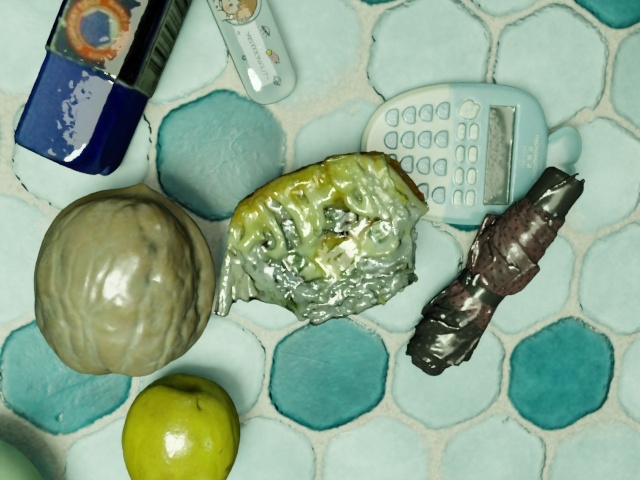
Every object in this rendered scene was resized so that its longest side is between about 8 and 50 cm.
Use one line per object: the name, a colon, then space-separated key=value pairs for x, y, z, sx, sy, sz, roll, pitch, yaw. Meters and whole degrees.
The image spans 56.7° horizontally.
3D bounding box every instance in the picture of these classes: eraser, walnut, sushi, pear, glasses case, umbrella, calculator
eraser: x=-0.222 y=-0.241 z=0.670 sx=0.101 sy=0.155 sz=0.332 roll=24 pitch=94 yaw=-8
walnut: x=-0.222 y=0.044 z=0.674 sx=0.224 sy=0.224 sz=0.224 roll=-1 pitch=97 yaw=-8
sushi: x=0.000 y=0.000 z=0.728 sx=0.274 sy=0.139 sz=0.184 roll=-19 pitch=96 yaw=8
pear: x=-0.171 y=0.247 z=0.737 sx=0.148 sy=0.149 sz=0.162 roll=1 pitch=104 yaw=-8
glasses case: x=-0.087 y=-0.258 z=0.738 sx=0.067 sy=0.045 sz=0.179 roll=-24 pitch=99 yaw=-5
umbrella: x=0.223 y=0.043 z=0.776 sx=0.094 sy=0.090 sz=0.326 roll=22 pitch=108 yaw=-34
calculator: x=0.203 y=-0.115 z=0.799 sx=0.302 sy=0.042 sz=0.188 roll=2 pitch=96 yaw=-8

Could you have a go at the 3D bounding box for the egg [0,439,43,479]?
egg: x=-0.419 y=0.366 z=0.687 sx=0.202 sy=0.203 sz=0.283 roll=1 pitch=98 yaw=-8
